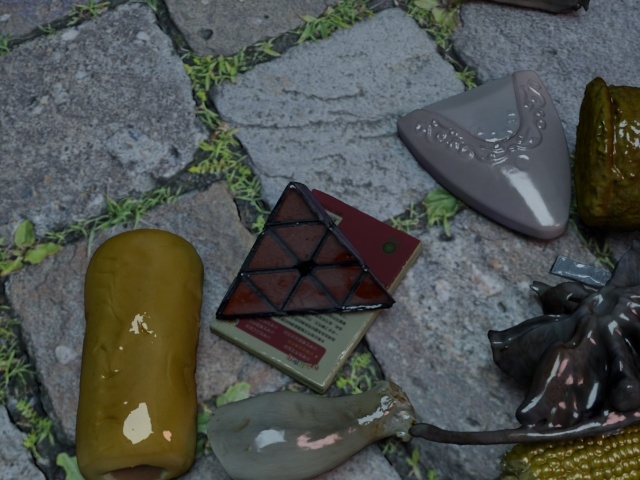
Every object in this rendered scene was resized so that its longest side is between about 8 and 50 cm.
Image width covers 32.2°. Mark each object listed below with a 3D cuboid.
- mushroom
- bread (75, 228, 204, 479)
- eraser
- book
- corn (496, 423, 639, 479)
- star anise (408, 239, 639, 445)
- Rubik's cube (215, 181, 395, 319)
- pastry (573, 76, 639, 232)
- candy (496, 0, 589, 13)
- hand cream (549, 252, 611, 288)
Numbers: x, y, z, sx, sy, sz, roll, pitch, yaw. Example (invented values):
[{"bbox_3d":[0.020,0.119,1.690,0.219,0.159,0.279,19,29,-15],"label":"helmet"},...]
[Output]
[{"bbox_3d":[-0.007,0.205,1.203,0.225,0.093,0.116,-10,46,-1],"label":"mushroom"},{"bbox_3d":[-0.205,0.126,1.260,0.142,0.091,0.305,-6,59,4],"label":"bread"},{"bbox_3d":[0.239,-0.106,1.396,0.204,0.059,0.243,-22,57,-11],"label":"eraser"},{"bbox_3d":[-0.003,0.055,1.331,0.162,0.022,0.232,27,64,19],"label":"book"},{"bbox_3d":[0.317,0.236,1.176,0.260,0.091,0.091,-9,86,-8],"label":"corn"},{"bbox_3d":[0.304,0.122,1.200,0.359,0.139,0.316,-9,23,33],"label":"star anise"},{"bbox_3d":[0.000,0.000,1.330,0.190,0.211,0.178,26,35,-16],"label":"Rubik's cube"},{"bbox_3d":[0.361,-0.101,1.317,0.103,0.188,0.188,2,59,5],"label":"pastry"},{"bbox_3d":[0.293,-0.421,1.539,0.195,0.137,0.184,13,61,7],"label":"candy"},{"bbox_3d":[0.325,0.043,1.335,0.093,0.019,0.030,20,64,21],"label":"hand cream"}]
